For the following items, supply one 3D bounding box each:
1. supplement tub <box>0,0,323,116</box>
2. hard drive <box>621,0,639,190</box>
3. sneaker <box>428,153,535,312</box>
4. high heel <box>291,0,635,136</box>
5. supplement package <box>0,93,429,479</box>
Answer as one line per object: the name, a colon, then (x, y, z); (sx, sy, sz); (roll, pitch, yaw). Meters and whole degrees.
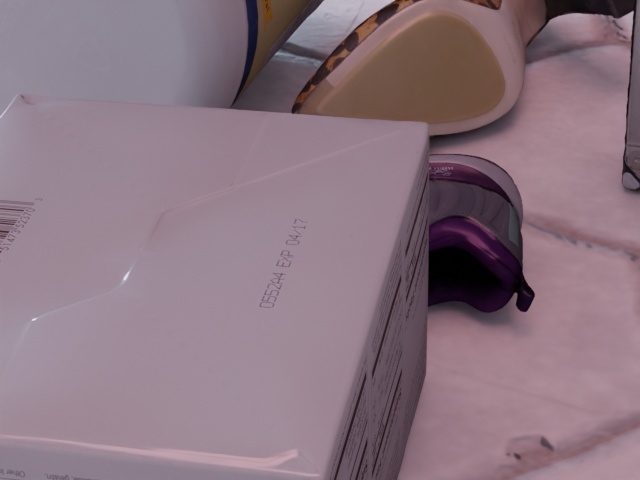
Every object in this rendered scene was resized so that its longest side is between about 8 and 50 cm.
supplement tub: (-0.108, -0.199, 1.069); (0.228, 0.228, 0.316); (8, 32, 16)
hard drive: (0.340, -0.117, 0.901); (0.338, 0.237, 0.064); (9, 33, 15)
sneaker: (0.000, 0.000, 0.876); (0.223, 0.083, 0.098); (-2, 36, -2)
high heel: (0.070, -0.133, 1.120); (0.261, 0.093, 0.186); (-24, 19, -19)
supplement package: (-0.072, 0.064, 0.706); (0.204, 0.145, 0.262); (5, 31, 10)
